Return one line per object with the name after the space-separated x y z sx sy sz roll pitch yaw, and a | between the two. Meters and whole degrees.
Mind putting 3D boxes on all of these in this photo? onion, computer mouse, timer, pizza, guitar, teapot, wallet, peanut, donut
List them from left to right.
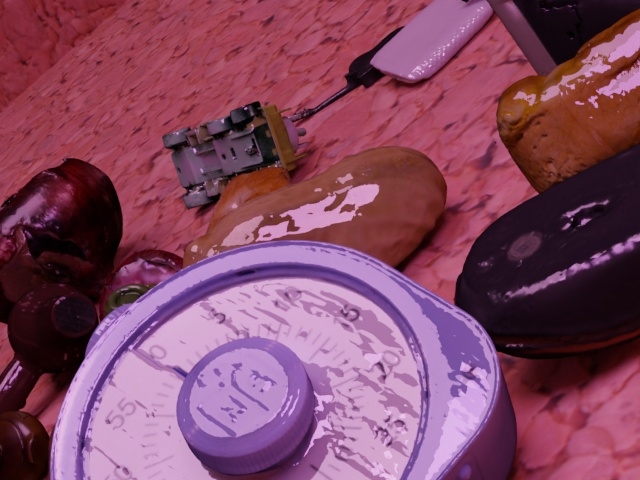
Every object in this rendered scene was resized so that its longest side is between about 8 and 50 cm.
-0.388 0.263 1.908 0.129 0.078 0.098 -4 84 45 | teapot
-0.382 0.024 2.249 0.272 0.195 0.272 -49 -20 -25 | onion
-0.203 0.085 1.960 0.150 0.150 0.140 -34 -6 12 | onion
-0.058 0.167 1.304 0.395 0.173 0.395 -8 55 11 | timer
-0.079 -0.005 1.977 0.182 0.074 0.365 -39 22 4 | pizza
0.000 0.000 1.729 0.319 0.147 0.147 -24 21 -8 | peanut
0.048 -0.242 2.287 0.233 0.025 0.088 -31 28 17 | guitar
0.164 -0.293 2.184 0.183 0.032 0.124 -45 37 -13 | wallet
0.273 0.007 1.368 0.323 0.116 0.183 -27 34 13 | computer mouse
0.308 -0.136 1.495 0.261 0.128 0.208 -30 -12 20 | donut

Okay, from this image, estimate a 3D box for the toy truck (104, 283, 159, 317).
-0.155 0.139 1.757 0.210 0.148 0.187 2 35 19 | toy truck

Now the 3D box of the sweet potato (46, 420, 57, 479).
-0.303 0.251 1.848 0.068 0.068 0.226 -19 30 39 | sweet potato

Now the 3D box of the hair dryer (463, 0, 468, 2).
0.334 -0.393 2.065 0.359 0.120 0.304 -30 38 29 | hair dryer

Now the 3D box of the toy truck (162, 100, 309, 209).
-0.113 -0.128 2.234 0.135 0.128 0.259 -24 7 -41 | toy truck

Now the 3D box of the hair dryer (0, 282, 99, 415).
-0.410 0.207 2.019 0.340 0.123 0.312 -58 10 -11 | hair dryer

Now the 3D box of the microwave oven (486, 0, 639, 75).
0.402 -0.316 1.649 0.355 0.218 0.286 -20 28 39 | microwave oven
